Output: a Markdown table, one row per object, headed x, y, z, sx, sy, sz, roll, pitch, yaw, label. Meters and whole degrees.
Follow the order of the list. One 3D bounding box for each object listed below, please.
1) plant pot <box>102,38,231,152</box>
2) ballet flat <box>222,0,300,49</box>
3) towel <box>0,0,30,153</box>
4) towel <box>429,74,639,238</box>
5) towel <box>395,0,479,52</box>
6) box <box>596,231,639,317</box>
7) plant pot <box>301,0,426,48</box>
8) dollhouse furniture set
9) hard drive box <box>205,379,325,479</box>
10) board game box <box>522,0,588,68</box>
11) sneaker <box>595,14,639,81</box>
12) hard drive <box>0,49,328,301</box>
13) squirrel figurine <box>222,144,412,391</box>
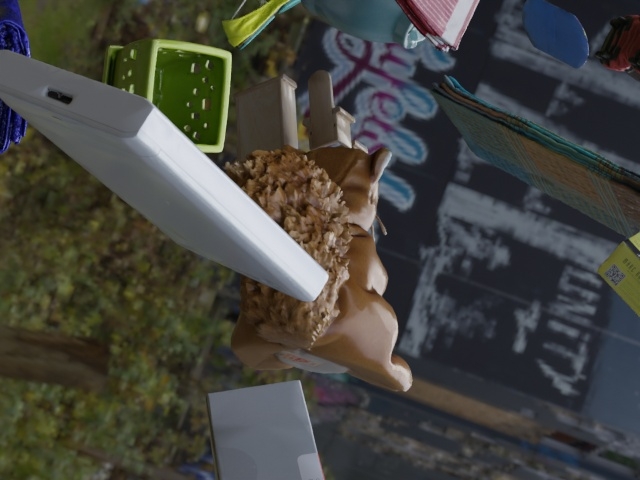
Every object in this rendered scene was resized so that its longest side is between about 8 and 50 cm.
| x | y | z | sx | sy | sz | roll | pitch | yaw | label |
| --- | --- | --- | --- | --- | --- | --- | --- | --- | --- |
| -0.346 | -0.312 | 2.372 | 0.228 | 0.207 | 0.227 | 1 | 97 | -47 | plant pot |
| -0.105 | -0.481 | 2.236 | 0.231 | 0.077 | 0.077 | -40 | -171 | -14 | ballet flat |
| -0.538 | -0.299 | 1.905 | 0.308 | 0.076 | 0.228 | -127 | -135 | -62 | towel |
| 0.354 | -0.111 | 1.656 | 0.040 | 0.370 | 0.271 | -56 | 151 | -3 | towel |
| 0.127 | -0.455 | 1.559 | 0.037 | 0.329 | 0.237 | -4 | -129 | 47 | towel |
| 0.439 | 0.017 | 1.374 | 0.232 | 0.087 | 0.058 | -25 | 158 | -46 | box |
| 0.134 | -0.459 | 1.922 | 0.293 | 0.196 | 0.293 | -44 | 167 | -13 | plant pot |
| 0.000 | -0.160 | 2.104 | 0.355 | 0.303 | 0.174 | 28 | 51 | -52 | dollhouse furniture set |
| -0.042 | 0.273 | 0.984 | 0.181 | 0.089 | 0.232 | -107 | -168 | -50 | hard drive box |
| 0.471 | -0.418 | 2.168 | 0.033 | 0.168 | 0.133 | -39 | 142 | -20 | board game box |
| 0.518 | -0.279 | 1.653 | 0.276 | 0.135 | 0.098 | -109 | -137 | -79 | sneaker |
| -0.140 | -0.052 | 0.992 | 0.040 | 0.203 | 0.307 | -59 | 144 | -12 | hard drive |
| 0.000 | 0.000 | 1.713 | 0.397 | 0.281 | 0.370 | 51 | 48 | -61 | squirrel figurine |
